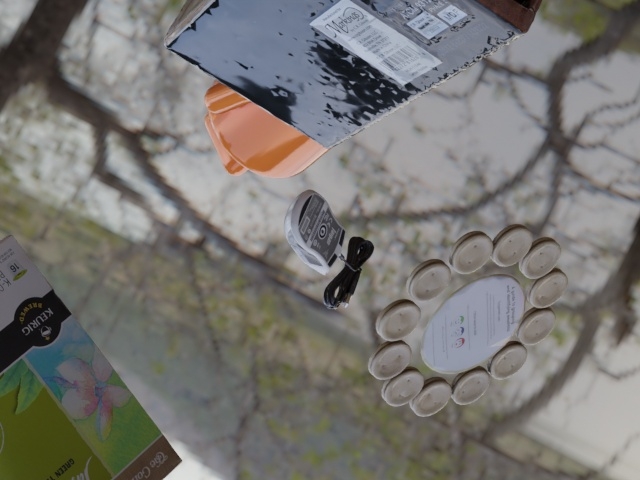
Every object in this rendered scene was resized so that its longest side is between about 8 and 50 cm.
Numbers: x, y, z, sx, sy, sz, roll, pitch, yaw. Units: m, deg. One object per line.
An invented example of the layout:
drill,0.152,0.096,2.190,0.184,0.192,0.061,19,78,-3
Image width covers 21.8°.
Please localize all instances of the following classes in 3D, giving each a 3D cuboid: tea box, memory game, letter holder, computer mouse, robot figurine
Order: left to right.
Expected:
tea box,-0.386,0.210,1.885,0.323,0.220,0.329,53,148,-9
robot figurine,-0.022,-0.141,1.569,0.158,0.128,0.219,29,138,-24
computer mouse,0.000,0.000,2.003,0.042,0.106,0.193,11,155,33
letter holder,0.046,-0.219,1.129,0.152,0.214,0.302,31,159,-15
memory game,0.118,0.063,1.313,0.186,0.186,0.012,29,-165,-46
